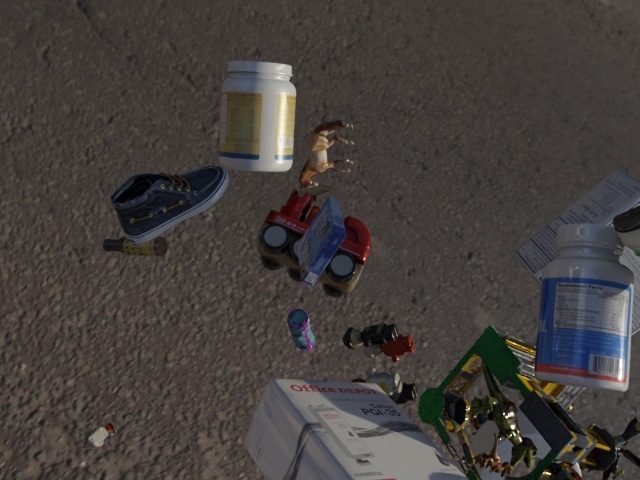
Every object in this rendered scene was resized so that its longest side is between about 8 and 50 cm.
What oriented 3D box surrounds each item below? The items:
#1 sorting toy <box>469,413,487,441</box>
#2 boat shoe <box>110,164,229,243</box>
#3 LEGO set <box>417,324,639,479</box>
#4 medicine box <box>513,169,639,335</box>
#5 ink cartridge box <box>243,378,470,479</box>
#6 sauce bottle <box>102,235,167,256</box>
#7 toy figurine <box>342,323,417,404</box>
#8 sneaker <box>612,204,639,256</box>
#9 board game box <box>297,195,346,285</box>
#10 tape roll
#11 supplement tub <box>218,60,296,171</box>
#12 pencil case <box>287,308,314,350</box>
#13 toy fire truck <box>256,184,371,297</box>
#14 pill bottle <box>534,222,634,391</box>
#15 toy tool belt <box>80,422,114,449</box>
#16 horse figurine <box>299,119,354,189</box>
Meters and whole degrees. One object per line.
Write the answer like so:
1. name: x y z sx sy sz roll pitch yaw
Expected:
1. sorting toy: 0.462 0.542 1.953 0.046 0.274 0.132 -9 95 -3
2. boat shoe: -0.216 -0.074 0.998 0.183 0.083 0.065 -38 53 -23
3. LEGO set: 0.329 0.304 1.072 0.192 0.255 0.331 24 12 -30
4. medicine box: 0.619 0.048 1.459 0.263 0.289 0.149 46 13 -17
5. ink cartridge box: 0.054 0.308 0.902 0.207 0.117 0.283 12 18 -37
6. sauce bottle: -0.368 0.012 1.347 0.128 0.042 0.042 -1 55 16
7. toy figurine: 0.157 0.332 1.808 0.213 0.148 0.210 36 48 -58
8. sneaker: 0.515 0.021 0.925 0.410 0.158 0.182 -9 75 -52
9. board game box: 0.000 0.000 0.912 0.020 0.090 0.090 24 27 -19
10. tape roll: 0.515 0.577 1.730 0.246 0.246 0.169 49 6 -1
11. supplement tub: -0.121 -0.237 1.309 0.144 0.144 0.200 -3 102 -35
12. pencil case: -0.056 0.261 1.979 0.064 0.152 0.070 -35 59 -15
13. toy fire truck: 0.007 -0.030 1.411 0.217 0.158 0.246 23 67 5
14. pill bottle: 0.372 0.094 0.958 0.124 0.124 0.221 14 77 -27
15. toy tool belt: -0.549 0.481 1.668 0.052 0.051 0.083 55 23 -2
16. horse figurine: 0.017 -0.283 2.164 0.174 0.263 0.066 -4 45 -7
